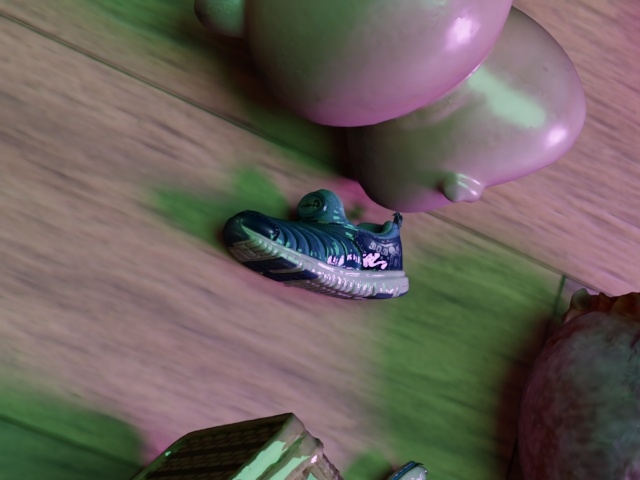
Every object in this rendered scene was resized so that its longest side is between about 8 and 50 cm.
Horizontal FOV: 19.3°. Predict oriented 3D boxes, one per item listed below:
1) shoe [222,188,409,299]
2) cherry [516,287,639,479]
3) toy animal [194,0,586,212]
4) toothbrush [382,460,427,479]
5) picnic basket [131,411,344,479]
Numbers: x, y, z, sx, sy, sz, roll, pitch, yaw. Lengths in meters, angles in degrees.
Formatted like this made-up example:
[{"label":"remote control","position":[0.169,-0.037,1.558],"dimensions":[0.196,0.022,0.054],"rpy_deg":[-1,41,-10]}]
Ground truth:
[{"label":"shoe","position":[0.000,0.000,1.304],"dimensions":[0.143,0.064,0.071],"rpy_deg":[13,78,-29]},{"label":"cherry","position":[0.236,0.158,1.352],"dimensions":[0.192,0.175,0.249],"rpy_deg":[20,77,-37]},{"label":"toy animal","position":[0.060,-0.127,1.279],"dimensions":[0.229,0.210,0.221],"rpy_deg":[-21,89,-65]},{"label":"toothbrush","position":[-0.024,0.257,1.279],"dimensions":[0.026,0.028,0.294],"rpy_deg":[50,65,-13]},{"label":"picnic basket","position":[-0.113,0.258,1.109],"dimensions":[0.313,0.228,0.175],"rpy_deg":[-41,98,-22]}]
